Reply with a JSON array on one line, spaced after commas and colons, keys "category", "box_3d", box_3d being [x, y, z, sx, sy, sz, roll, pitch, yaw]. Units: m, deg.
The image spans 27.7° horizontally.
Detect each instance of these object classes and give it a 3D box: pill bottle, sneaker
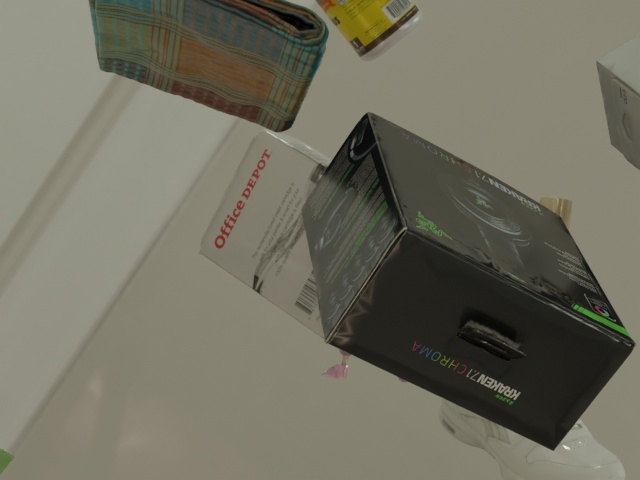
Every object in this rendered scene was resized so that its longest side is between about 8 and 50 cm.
[{"category": "pill bottle", "box_3d": [0.048, -0.385, 1.958, 0.215, 0.117, 0.117, 51, 3, -8]}, {"category": "sneaker", "box_3d": [0.253, 0.215, 1.603, 0.114, 0.152, 0.305, -8, 23, -34]}]

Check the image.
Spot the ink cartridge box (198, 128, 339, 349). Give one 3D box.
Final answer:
[{"category": "ink cartridge box", "box_3d": [0.000, 0.000, 1.992, 0.307, 0.223, 0.129, 33, 12, 24]}]

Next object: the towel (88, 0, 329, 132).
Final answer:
[{"category": "towel", "box_3d": [-0.138, -0.222, 1.501, 0.271, 0.040, 0.370, 20, -13, -3]}]

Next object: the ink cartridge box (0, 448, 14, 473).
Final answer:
[{"category": "ink cartridge box", "box_3d": [-0.473, 0.302, 1.433, 0.171, 0.235, 0.056, 37, 6, -28]}]

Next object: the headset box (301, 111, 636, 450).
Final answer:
[{"category": "headset box", "box_3d": [0.126, 0.035, 1.201, 0.246, 0.131, 0.283, 27, 21, -17]}]

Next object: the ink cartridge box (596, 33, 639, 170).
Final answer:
[{"category": "ink cartridge box", "box_3d": [0.388, -0.148, 1.298, 0.127, 0.176, 0.128, 53, -8, 44]}]

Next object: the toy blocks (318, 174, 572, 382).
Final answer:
[{"category": "toy blocks", "box_3d": [0.133, 0.059, 1.686, 0.288, 0.260, 0.309, 9, -4, -27]}]
